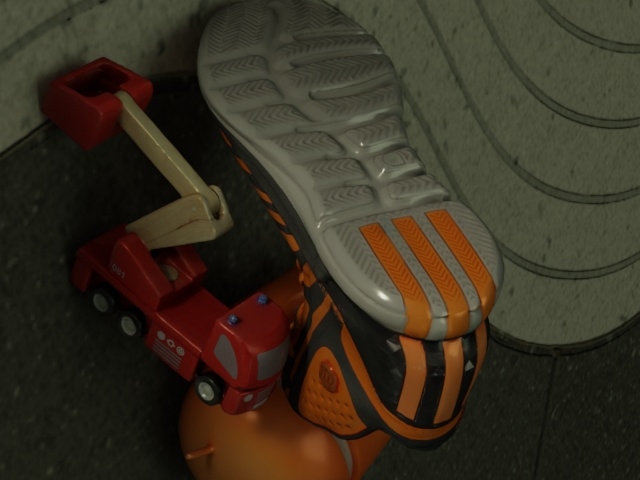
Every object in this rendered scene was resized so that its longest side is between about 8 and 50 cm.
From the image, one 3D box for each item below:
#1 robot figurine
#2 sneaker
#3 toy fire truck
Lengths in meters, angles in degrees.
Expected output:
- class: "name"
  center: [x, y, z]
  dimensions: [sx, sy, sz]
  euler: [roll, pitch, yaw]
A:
- class: "robot figurine"
  center: [-0.009, 0.097, 1.301]
  dimensions: [0.219, 0.128, 0.158]
  euler: [-50, 171, -34]
- class: "sneaker"
  center: [0.000, 0.000, 1.195]
  dimensions: [0.124, 0.321, 0.180]
  euler: [-9, 135, -17]
- class: "toy fire truck"
  center: [-0.088, -0.002, 1.148]
  dimensions: [0.047, 0.192, 0.135]
  euler: [-33, 155, -44]
